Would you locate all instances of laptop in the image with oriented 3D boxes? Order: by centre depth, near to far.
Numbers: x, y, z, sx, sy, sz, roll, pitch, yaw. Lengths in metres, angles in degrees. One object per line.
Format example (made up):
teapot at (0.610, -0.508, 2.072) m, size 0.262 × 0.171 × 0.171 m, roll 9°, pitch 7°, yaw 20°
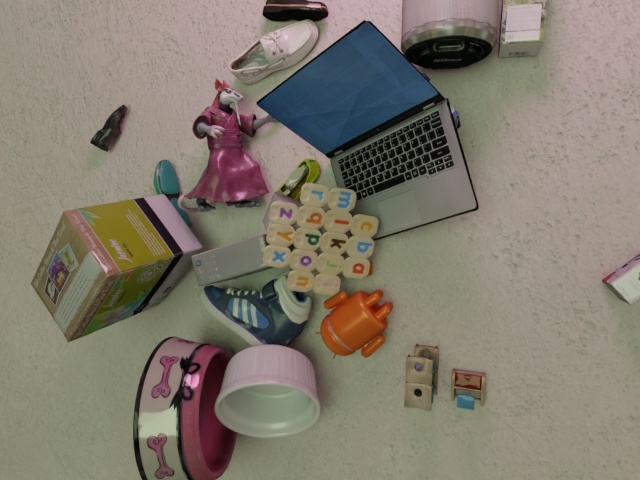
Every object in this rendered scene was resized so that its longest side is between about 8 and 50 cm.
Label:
laptop at (0.097, -0.207, 1.097) m, size 0.381 × 0.236 × 0.409 m, roll -18°, pitch 86°, yaw 45°

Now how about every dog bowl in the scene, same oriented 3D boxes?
dog bowl at (-0.343, 0.469, 1.279) m, size 0.150 × 0.408 × 0.409 m, roll -4°, pitch 90°, yaw 7°

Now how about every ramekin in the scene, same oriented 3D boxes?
ramekin at (-0.138, 0.405, 1.262) m, size 0.276 × 0.135 × 0.277 m, roll -1°, pitch 132°, yaw -1°

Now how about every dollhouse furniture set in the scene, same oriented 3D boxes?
dollhouse furniture set at (0.314, 0.345, 1.162) m, size 0.183 × 0.129 × 0.129 m, roll 3°, pitch 93°, yaw 21°

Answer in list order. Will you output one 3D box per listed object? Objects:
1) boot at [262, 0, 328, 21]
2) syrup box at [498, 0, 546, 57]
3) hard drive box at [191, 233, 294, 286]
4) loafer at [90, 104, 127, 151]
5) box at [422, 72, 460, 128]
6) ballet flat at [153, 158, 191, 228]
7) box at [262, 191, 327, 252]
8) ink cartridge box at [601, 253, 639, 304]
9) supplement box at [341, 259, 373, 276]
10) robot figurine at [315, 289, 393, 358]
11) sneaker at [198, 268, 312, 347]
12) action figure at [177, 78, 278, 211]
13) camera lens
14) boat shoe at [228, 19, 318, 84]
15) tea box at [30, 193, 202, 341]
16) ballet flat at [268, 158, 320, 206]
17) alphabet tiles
boot at (-0.064, -0.693, 1.299) m, size 0.197 × 0.077 × 0.137 m, roll 12°, pitch 91°, yaw 18°
syrup box at (0.475, -0.565, 1.091) m, size 0.093 × 0.096 × 0.237 m, roll 4°, pitch 93°, yaw 18°
hard drive box at (-0.211, 0.052, 1.316) m, size 0.232 × 0.181 × 0.089 m, roll -17°, pitch 86°, yaw 20°
loafer at (-0.689, -0.374, 1.549) m, size 0.061 × 0.062 × 0.170 m, roll 38°, pitch 99°, yaw -25°
box at (0.276, -0.324, 1.155) m, size 0.072 × 0.126 × 0.137 m, roll -39°, pitch 79°, yaw 15°
ballet flat at (-0.483, -0.129, 1.463) m, size 0.087 × 0.083 × 0.248 m, roll -22°, pitch 84°, yaw 28°
box at (-0.057, -0.049, 1.247) m, size 0.170 × 0.130 × 0.091 m, roll 21°, pitch 101°, yaw -16°
ink cartridge box at (0.712, 0.067, 1.019) m, size 0.150 × 0.109 × 0.063 m, roll -43°, pitch 75°, yaw 16°
supplement box at (0.088, 0.074, 1.271) m, size 0.098 × 0.062 × 0.036 m, roll 4°, pitch 94°, yaw 19°
robot figurine at (0.088, 0.219, 1.242) m, size 0.219 × 0.128 × 0.158 m, roll -41°, pitch 122°, yaw 16°
sneaker at (-0.173, 0.159, 1.345) m, size 0.322 × 0.130 × 0.236 m, roll 35°, pitch 95°, yaw 19°
action figure at (-0.269, -0.275, 1.352) m, size 0.275 × 0.247 × 0.371 m, roll -5°, pitch 91°, yaw 47°
camera lens at (0.301, -0.559, 1.089) m, size 0.219 × 0.219 × 0.275 m, roll 2°, pitch 93°, yaw 20°
boat shoe at (-0.136, -0.534, 1.314) m, size 0.276 × 0.096 × 0.098 m, roll -27°, pitch 83°, yaw 19°
tea box at (-0.580, 0.069, 1.335) m, size 0.220 × 0.323 × 0.329 m, roll 51°, pitch 124°, yaw 12°
ballet flat at (-0.090, -0.140, 1.320) m, size 0.077 × 0.077 × 0.231 m, roll 44°, pitch 105°, yaw 15°
alphabet tiles at (0.000, 0.000, 1.186) m, size 0.277 × 0.021 × 0.285 m, roll 8°, pitch 104°, yaw -8°
